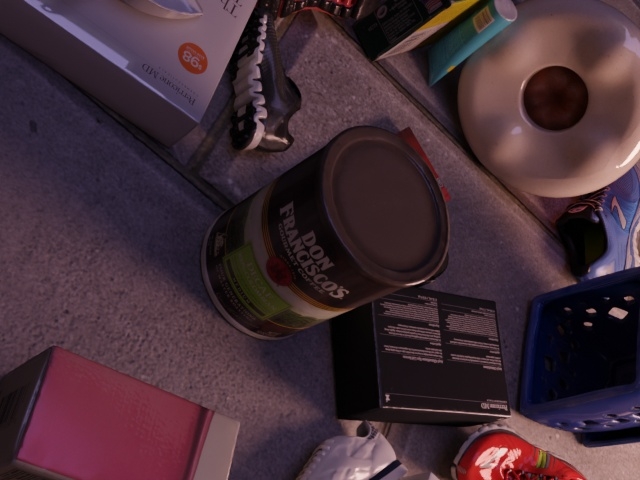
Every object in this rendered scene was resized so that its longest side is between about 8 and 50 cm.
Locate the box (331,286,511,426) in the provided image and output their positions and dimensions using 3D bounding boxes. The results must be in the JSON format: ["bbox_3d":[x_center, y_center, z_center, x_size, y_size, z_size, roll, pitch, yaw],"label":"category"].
[{"bbox_3d":[0.148,0.173,1.317,0.261,0.103,0.184,12,62,-36],"label":"box"}]

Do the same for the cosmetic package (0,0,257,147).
[{"bbox_3d":[-0.285,-0.346,1.196,0.377,0.097,0.284,34,56,-23],"label":"cosmetic package"}]

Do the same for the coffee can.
[{"bbox_3d":[0.000,0.000,1.152,0.201,0.275,0.201,16,62,-33],"label":"coffee can"}]

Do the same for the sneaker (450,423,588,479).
[{"bbox_3d":[0.320,0.356,1.344,0.279,0.118,0.107,20,94,-31],"label":"sneaker"}]

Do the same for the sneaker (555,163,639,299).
[{"bbox_3d":[0.539,-0.051,1.715,0.147,0.130,0.330,30,55,-29],"label":"sneaker"}]

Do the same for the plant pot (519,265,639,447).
[{"bbox_3d":[0.497,0.213,1.501,0.212,0.236,0.236,37,51,-28],"label":"plant pot"}]

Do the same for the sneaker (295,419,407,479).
[{"bbox_3d":[0.007,0.315,1.165,0.235,0.090,0.095,-16,69,-46],"label":"sneaker"}]

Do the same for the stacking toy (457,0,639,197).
[{"bbox_3d":[0.487,-0.294,1.719,0.351,0.350,0.480,61,29,-1],"label":"stacking toy"}]

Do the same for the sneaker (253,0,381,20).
[{"bbox_3d":[-0.051,-0.430,1.435,0.314,0.116,0.136,-1,43,-33],"label":"sneaker"}]

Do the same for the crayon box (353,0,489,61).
[{"bbox_3d":[0.233,-0.422,1.578,0.318,0.202,0.081,-26,88,-44],"label":"crayon box"}]

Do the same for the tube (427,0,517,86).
[{"bbox_3d":[0.251,-0.350,1.555,0.052,0.207,0.080,20,60,-27],"label":"tube"}]

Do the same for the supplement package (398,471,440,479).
[{"bbox_3d":[0.158,0.415,1.217,0.179,0.105,0.105,44,49,-15],"label":"supplement package"}]

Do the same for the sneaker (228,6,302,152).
[{"bbox_3d":[-0.077,-0.231,1.329,0.106,0.078,0.234,15,66,-37],"label":"sneaker"}]

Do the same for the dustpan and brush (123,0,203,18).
[{"bbox_3d":[-0.240,-0.338,1.122,0.211,0.060,0.147,-30,92,-42],"label":"dustpan and brush"}]

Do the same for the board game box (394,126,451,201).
[{"bbox_3d":[0.093,-0.074,1.430,0.281,0.027,0.145,-33,92,-43],"label":"board game box"}]

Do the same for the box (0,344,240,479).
[{"bbox_3d":[-0.228,0.225,0.956,0.232,0.148,0.127,29,54,-28],"label":"box"}]

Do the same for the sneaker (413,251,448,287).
[{"bbox_3d":[0.150,0.031,1.345,0.227,0.130,0.087,10,85,-49],"label":"sneaker"}]
